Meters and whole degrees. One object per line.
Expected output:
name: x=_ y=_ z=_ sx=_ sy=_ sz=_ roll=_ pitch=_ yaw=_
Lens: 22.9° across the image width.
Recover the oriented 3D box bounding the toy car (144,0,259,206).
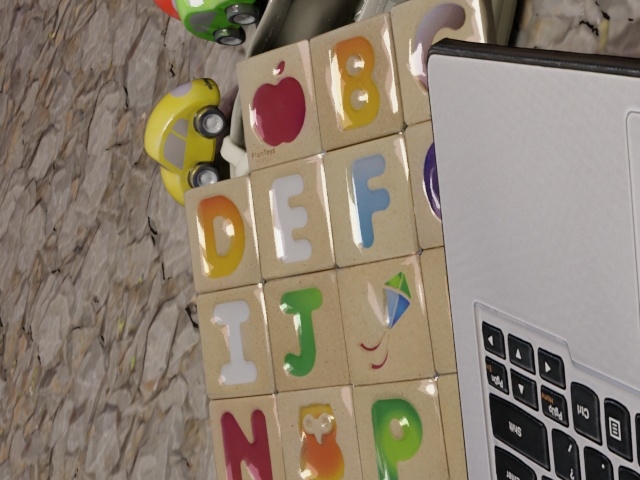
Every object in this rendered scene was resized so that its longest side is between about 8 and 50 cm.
toy car: x=-0.087 y=-0.156 z=1.103 sx=0.225 sy=0.053 sz=0.239 roll=135 pitch=135 yaw=-69

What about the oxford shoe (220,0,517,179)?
oxford shoe: x=0.000 y=0.000 z=0.874 sx=0.169 sy=0.130 sz=0.449 roll=1 pitch=78 yaw=57

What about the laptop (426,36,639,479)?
laptop: x=0.038 y=0.167 z=0.463 sx=0.382 sy=0.236 sz=0.408 roll=-156 pitch=57 yaw=-67

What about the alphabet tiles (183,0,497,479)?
alphabet tiles: x=0.035 y=0.065 z=0.739 sx=0.285 sy=0.011 sz=0.343 roll=-12 pitch=84 yaw=48

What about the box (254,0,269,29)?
box: x=0.027 y=-0.254 z=1.038 sx=0.231 sy=0.056 sz=0.183 roll=-52 pitch=35 yaw=35
